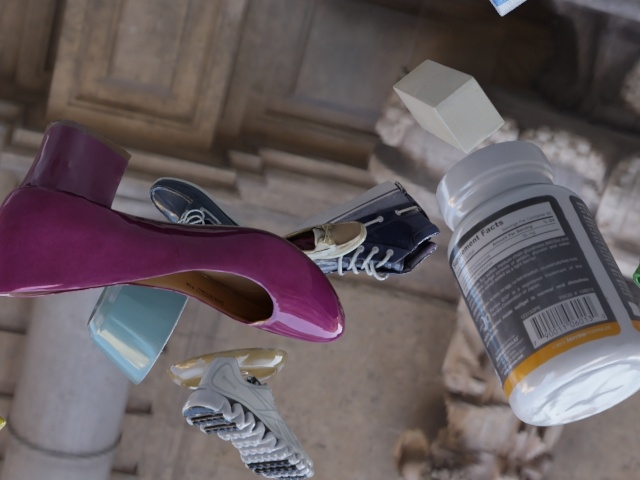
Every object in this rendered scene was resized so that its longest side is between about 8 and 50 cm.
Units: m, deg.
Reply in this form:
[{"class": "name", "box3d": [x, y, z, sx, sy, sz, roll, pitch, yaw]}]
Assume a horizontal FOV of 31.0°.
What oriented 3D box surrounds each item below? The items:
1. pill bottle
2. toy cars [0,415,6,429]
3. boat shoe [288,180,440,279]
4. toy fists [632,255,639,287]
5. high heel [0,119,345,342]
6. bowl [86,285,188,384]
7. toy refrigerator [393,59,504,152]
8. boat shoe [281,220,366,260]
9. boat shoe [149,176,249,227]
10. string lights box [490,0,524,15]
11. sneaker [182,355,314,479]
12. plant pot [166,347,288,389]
[{"class": "pill bottle", "box3d": [0.230, 0.041, 1.223, 0.162, 0.162, 0.278, 3, -128, -33]}, {"class": "toy cars", "box3d": [-0.531, 0.338, 1.648, 0.176, 0.393, 0.087, -6, -174, -18]}, {"class": "boat shoe", "box3d": [0.069, 0.018, 2.162, 0.340, 0.127, 0.158, -32, -121, -24]}, {"class": "toy fists", "box3d": [0.729, 0.063, 2.148, 0.279, 0.142, 0.096, 22, 160, 40]}, {"class": "high heel", "box3d": [-0.137, 0.055, 1.092, 0.377, 0.127, 0.181, 31, -124, -25]}, {"class": "bowl", "box3d": [-0.416, 0.152, 2.610, 0.163, 0.311, 0.311, 28, -165, -12]}, {"class": "toy refrigerator", "box3d": [0.223, -0.242, 2.023, 0.102, 0.094, 0.269, 51, 180, -18]}, {"class": "boat shoe", "box3d": [0.000, 0.000, 1.693, 0.135, 0.050, 0.045, -19, 151, 9]}, {"class": "boat shoe", "box3d": [-0.229, -0.027, 2.208, 0.254, 0.095, 0.079, 39, -146, 2]}, {"class": "string lights box", "box3d": [0.226, -0.433, 1.606, 0.133, 0.077, 0.260, 60, -171, 22]}, {"class": "sneaker", "box3d": [-0.096, 0.292, 1.850, 0.110, 0.118, 0.292, -11, 138, 33]}, {"class": "plant pot", "box3d": [-0.177, 0.252, 2.225, 0.236, 0.032, 0.236, -9, 163, -3]}]
